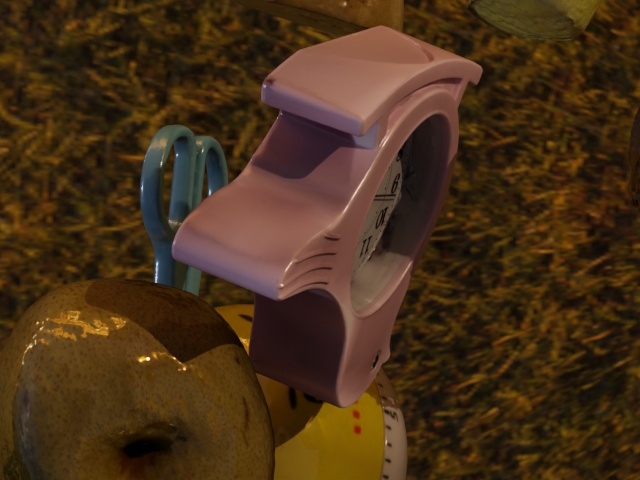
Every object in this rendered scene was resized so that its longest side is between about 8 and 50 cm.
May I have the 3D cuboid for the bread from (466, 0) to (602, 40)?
[{"bbox_3d":[0.185,-0.225,1.186,0.111,0.129,0.114,28,81,1],"label":"bread"}]

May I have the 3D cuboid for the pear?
[{"bbox_3d":[-0.131,0.130,1.019,0.188,0.211,0.229,-23,102,-10],"label":"pear"}]

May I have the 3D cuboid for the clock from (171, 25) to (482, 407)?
[{"bbox_3d":[0.000,0.000,1.010,0.080,0.290,0.275,23,110,20],"label":"clock"}]

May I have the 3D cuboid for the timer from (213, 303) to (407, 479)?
[{"bbox_3d":[-0.089,0.172,1.234,0.285,0.285,0.285,0,90,25],"label":"timer"}]

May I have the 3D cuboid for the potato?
[{"bbox_3d":[0.004,-0.300,1.537,0.203,0.178,0.158,10,94,-16],"label":"potato"}]

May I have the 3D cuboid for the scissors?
[{"bbox_3d":[-0.155,0.107,1.529,0.029,0.192,0.447,4,85,17],"label":"scissors"}]

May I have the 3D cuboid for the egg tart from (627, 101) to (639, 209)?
[{"bbox_3d":[0.341,-0.106,1.038,0.132,0.297,0.297,46,109,34],"label":"egg tart"}]
